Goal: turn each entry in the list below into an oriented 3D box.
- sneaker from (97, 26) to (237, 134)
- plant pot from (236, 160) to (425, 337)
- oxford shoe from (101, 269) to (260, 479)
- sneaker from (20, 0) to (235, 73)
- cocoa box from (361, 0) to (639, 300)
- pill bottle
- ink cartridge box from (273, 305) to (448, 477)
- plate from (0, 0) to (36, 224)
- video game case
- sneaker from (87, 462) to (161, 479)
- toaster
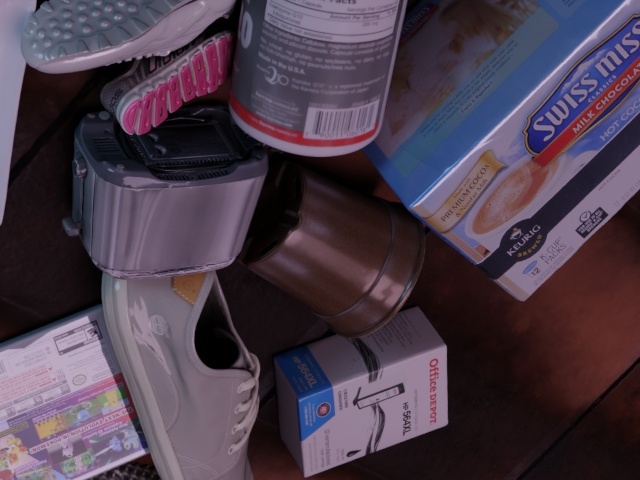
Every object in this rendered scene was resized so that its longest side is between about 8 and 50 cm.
[{"bbox_3d":[-0.155,-0.172,1.621,0.170,0.075,0.063,-39,147,-30],"label":"sneaker"},{"bbox_3d":[0.000,0.000,1.791,0.165,0.167,0.167,29,108,-33],"label":"plant pot"},{"bbox_3d":[-0.126,0.180,1.841,0.130,0.169,0.449,-6,131,10],"label":"oxford shoe"},{"bbox_3d":[-0.175,-0.206,1.549,0.235,0.090,0.095,-27,155,-22],"label":"sneaker"},{"bbox_3d":[0.225,-0.160,1.728,0.347,0.231,0.228,-44,133,9],"label":"cocoa box"},{"bbox_3d":[0.005,-0.239,1.585,0.161,0.161,0.283,-8,128,-25],"label":"pill bottle"},{"bbox_3d":[0.053,0.187,2.015,0.203,0.086,0.148,-18,132,-16],"label":"ink cartridge box"},{"bbox_3d":[-0.419,-0.124,1.515,0.278,0.045,0.277,-4,128,-28],"label":"plate"},{"bbox_3d":[-0.303,0.189,1.802,0.201,0.023,0.183,-22,107,-14],"label":"video game case"},{"bbox_3d":[-0.262,0.346,1.957,0.293,0.102,0.146,24,111,-33],"label":"sneaker"},{"bbox_3d":[-0.153,-0.050,1.676,0.227,0.129,0.146,-7,132,-28],"label":"toaster"}]
